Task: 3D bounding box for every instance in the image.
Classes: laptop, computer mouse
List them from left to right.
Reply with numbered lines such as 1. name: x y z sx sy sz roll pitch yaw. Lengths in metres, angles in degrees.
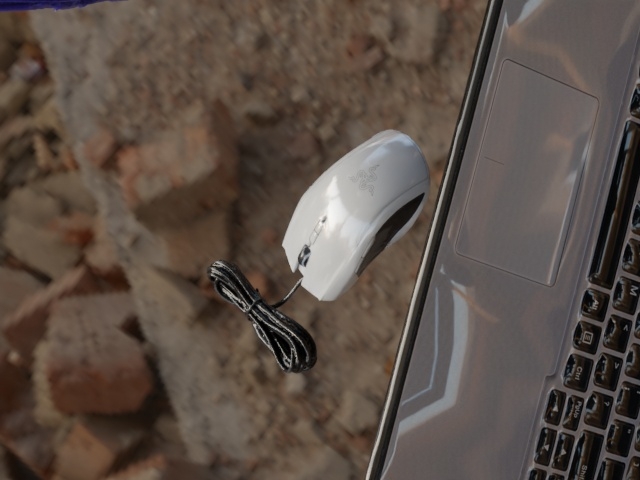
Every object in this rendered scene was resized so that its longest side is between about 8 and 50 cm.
1. computer mouse: 0.000 0.000 1.335 0.193 0.042 0.106 -51 61 29
2. laptop: 0.289 0.024 1.129 0.236 0.408 0.382 4 78 56

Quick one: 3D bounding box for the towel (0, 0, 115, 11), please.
1. towel: -0.173 -0.224 1.261 0.076 0.308 0.227 53 134 19
